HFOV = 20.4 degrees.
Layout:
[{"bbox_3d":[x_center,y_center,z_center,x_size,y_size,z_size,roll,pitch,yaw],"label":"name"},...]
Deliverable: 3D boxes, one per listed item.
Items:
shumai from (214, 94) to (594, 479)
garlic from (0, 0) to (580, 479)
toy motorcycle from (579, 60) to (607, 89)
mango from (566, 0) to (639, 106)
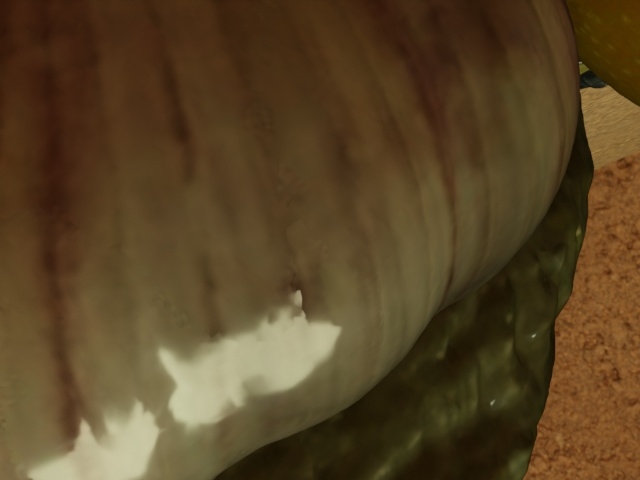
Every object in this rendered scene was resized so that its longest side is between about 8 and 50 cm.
[{"bbox_3d":[-0.079,0.011,0.705,0.330,0.292,0.288,-41,-169,-22],"label":"shumai"},{"bbox_3d":[-0.056,-0.073,0.398,0.245,0.245,0.253,-20,138,-16],"label":"garlic"},{"bbox_3d":[0.154,-0.120,1.194,0.124,0.061,0.193,-9,160,-36],"label":"toy motorcycle"},{"bbox_3d":[0.186,-0.102,0.612,0.176,0.175,0.329,19,173,45],"label":"mango"}]
